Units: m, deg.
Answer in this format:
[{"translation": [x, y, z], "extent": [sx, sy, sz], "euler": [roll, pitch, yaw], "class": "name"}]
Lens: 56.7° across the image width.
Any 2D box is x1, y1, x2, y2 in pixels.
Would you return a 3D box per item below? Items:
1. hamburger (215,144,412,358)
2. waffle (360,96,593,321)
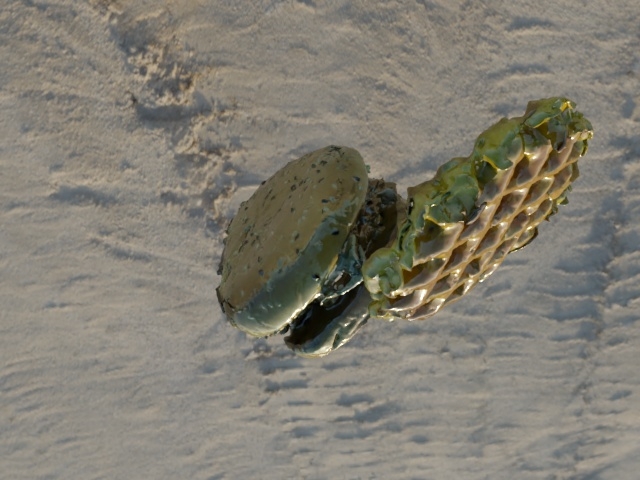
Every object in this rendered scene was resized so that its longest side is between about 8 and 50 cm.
[{"translation": [0.000, 0.000, 0.908], "extent": [0.195, 0.318, 0.277], "euler": [36, 121, -26], "class": "hamburger"}, {"translation": [0.177, -0.016, 0.671], "extent": [0.325, 0.068, 0.302], "euler": [-46, 154, 9], "class": "waffle"}]
